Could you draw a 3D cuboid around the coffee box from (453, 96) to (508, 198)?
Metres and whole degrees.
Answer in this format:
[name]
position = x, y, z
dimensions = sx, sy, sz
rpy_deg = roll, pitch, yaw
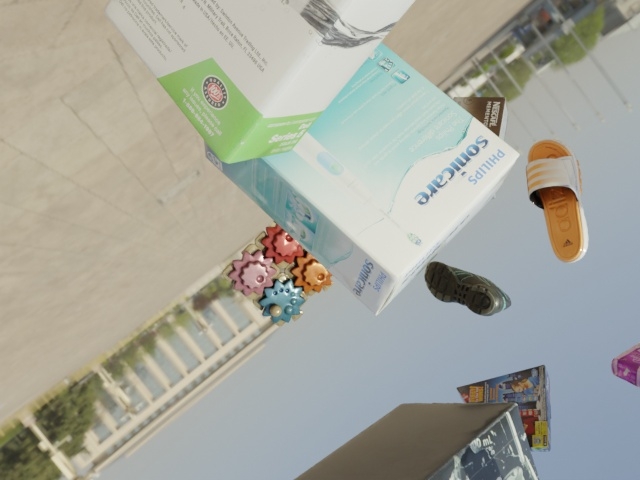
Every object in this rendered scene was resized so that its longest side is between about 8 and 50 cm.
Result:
[coffee box]
position = 0.398, -0.241, 1.761
dimensions = 0.098, 0.141, 0.247
rpy_deg = 48, 53, -61

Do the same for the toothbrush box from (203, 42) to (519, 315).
[toothbrush box]
position = 0.039, -0.099, 0.793
dimensions = 0.216, 0.295, 0.126
rpy_deg = -44, 166, -21

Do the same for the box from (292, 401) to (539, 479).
[box]
position = 0.173, 0.590, 1.168
dimensions = 0.297, 0.472, 0.480
rpy_deg = -17, -177, 45

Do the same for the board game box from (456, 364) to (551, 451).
[board game box]
position = 0.389, 0.368, 1.457
dimensions = 0.194, 0.060, 0.194
rpy_deg = -9, -137, 25

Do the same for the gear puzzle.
[gear puzzle]
position = 0.000, 0.000, 1.216
dimensions = 0.339, 0.175, 0.044
rpy_deg = -45, -156, -3

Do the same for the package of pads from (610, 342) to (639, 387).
[package of pads]
position = 0.457, 0.170, 0.960
dimensions = 0.083, 0.032, 0.050
rpy_deg = -21, -155, -24

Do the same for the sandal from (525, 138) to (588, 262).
[sandal]
position = 0.465, -0.088, 1.349
dimensions = 0.076, 0.265, 0.102
rpy_deg = 11, 153, -43

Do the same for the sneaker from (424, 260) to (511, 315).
[sneaker]
position = 0.394, 0.133, 1.844
dimensions = 0.106, 0.267, 0.101
rpy_deg = 0, 112, -40

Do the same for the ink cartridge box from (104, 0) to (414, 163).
[ink cartridge box]
position = -0.036, -0.233, 0.585
dimensions = 0.273, 0.198, 0.114
rpy_deg = -45, 167, 31
